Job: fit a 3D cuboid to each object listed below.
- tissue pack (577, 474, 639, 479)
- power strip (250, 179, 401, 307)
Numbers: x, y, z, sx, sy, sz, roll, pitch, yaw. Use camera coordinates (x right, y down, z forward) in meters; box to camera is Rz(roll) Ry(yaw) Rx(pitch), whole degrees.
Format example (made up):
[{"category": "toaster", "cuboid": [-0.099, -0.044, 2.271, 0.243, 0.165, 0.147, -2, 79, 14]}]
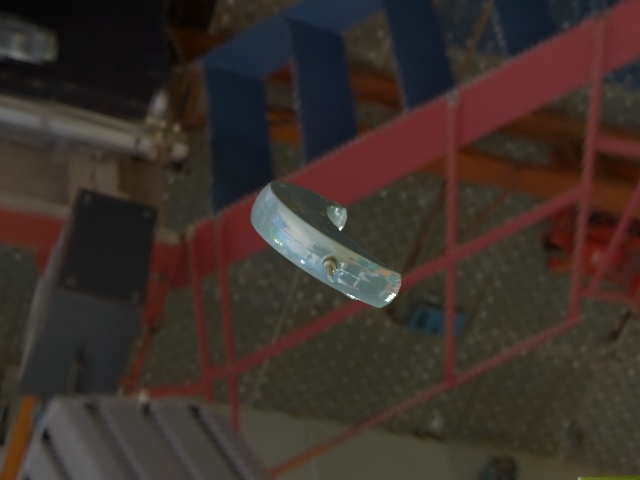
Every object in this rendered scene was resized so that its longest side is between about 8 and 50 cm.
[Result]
[{"category": "tissue pack", "cuboid": [0.331, 0.351, 1.606, 0.200, 0.167, 0.275, -5, -136, 11]}, {"category": "power strip", "cuboid": [0.000, 0.000, 1.832, 0.137, 0.044, 0.216, 25, -166, -25]}]
